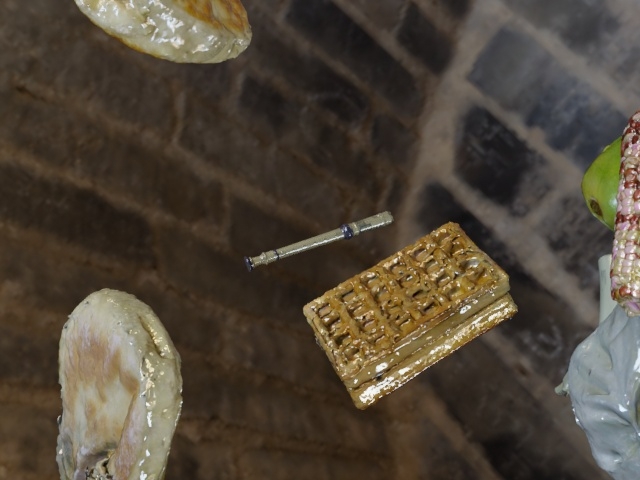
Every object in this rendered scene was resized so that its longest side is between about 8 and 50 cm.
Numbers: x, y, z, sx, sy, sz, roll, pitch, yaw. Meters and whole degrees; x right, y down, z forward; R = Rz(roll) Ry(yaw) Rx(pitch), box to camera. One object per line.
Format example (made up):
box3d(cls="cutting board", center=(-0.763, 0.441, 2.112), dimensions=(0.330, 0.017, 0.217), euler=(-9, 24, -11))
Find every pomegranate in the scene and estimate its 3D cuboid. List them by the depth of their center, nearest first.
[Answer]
box3d(cls="pomegranate", center=(0.554, -0.074, 1.858), dimensions=(0.240, 0.190, 0.159), euler=(4, -138, -44))

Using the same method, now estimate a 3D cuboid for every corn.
box3d(cls="corn", center=(0.406, -0.040, 1.424), dimensions=(0.092, 0.281, 0.092), euler=(14, 160, 5))

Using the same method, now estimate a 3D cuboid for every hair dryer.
box3d(cls="hair dryer", center=(0.437, 0.133, 1.769), dimensions=(0.088, 0.219, 0.225), euler=(11, 169, -18))

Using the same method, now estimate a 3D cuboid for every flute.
box3d(cls="flute", center=(0.000, 0.000, 1.683), dimensions=(0.027, 0.233, 0.027), euler=(162, 90, -77))

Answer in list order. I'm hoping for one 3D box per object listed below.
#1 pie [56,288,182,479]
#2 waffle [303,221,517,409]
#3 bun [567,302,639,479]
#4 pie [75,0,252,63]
box3d(cls="pie", center=(-0.238, 0.203, 1.312), dimensions=(0.075, 0.338, 0.337), euler=(2, -148, -28))
box3d(cls="waffle", center=(0.142, 0.112, 1.849), dimensions=(0.091, 0.308, 0.213), euler=(62, 176, -36))
box3d(cls="bun", center=(0.493, 0.213, 1.504), dimensions=(0.354, 0.354, 0.194), euler=(47, -154, 23))
box3d(cls="pie", center=(-0.146, -0.228, 0.945), dimensions=(0.179, 0.084, 0.205), euler=(12, -133, -62))
